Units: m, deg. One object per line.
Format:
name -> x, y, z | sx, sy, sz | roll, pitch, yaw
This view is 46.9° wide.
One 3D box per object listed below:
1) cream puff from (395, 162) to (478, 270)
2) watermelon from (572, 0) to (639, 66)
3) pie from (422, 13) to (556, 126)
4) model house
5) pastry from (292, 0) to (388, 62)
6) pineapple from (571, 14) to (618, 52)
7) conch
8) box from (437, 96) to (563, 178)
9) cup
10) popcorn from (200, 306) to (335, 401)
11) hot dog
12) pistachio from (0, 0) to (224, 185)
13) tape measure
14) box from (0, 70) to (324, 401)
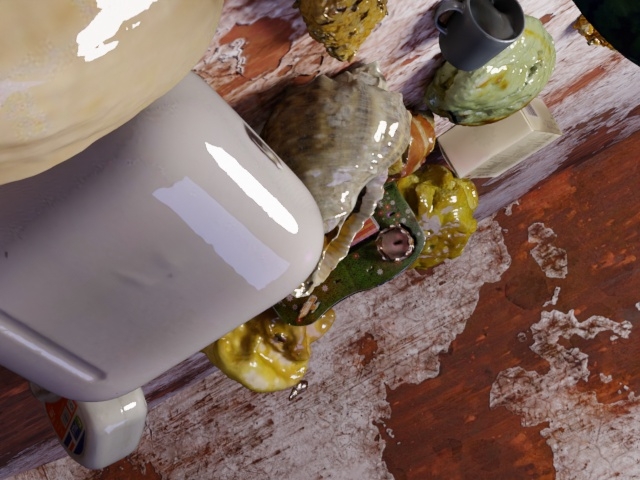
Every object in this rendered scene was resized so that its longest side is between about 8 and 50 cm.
cream puff -> 0.189, -0.048, 1.439 | 0.244, 0.244, 0.196 | -44, -163, 54
watermelon -> 0.315, -0.261, 0.460 | 0.363, 0.363, 0.363 | -27, 169, -6
pie -> 0.249, -0.227, 1.067 | 0.201, 0.090, 0.248 | -30, 165, 24
model house -> 0.001, -0.001, 1.192 | 0.294, 0.207, 0.154 | -31, 165, 12
pastry -> 0.019, -0.212, 0.670 | 0.080, 0.056, 0.140 | -43, 164, 12
pineapple -> 0.457, -0.351, 1.118 | 0.114, 0.114, 0.077 | 110, 3, -50
conch -> -0.005, -0.084, 0.876 | 0.291, 0.159, 0.210 | -57, 173, -9
box -> 0.346, -0.198, 1.414 | 0.168, 0.095, 0.212 | -36, 166, 29
cup -> 0.175, -0.249, 0.862 | 0.100, 0.078, 0.077 | 13, 157, -18
popcorn -> -0.109, 0.123, 1.413 | 0.297, 0.281, 0.316 | -29, -151, -21
hot dog -> 0.102, -0.133, 1.098 | 0.146, 0.103, 0.213 | -36, 167, 38
pistachio -> -0.159, -0.119, 0.413 | 0.229, 0.157, 0.157 | -32, 173, -34
tape measure -> -0.422, 0.276, 1.342 | 0.130, 0.265, 0.258 | -22, 160, -40
box -> -0.191, 0.006, 0.695 | 0.349, 0.141, 0.288 | -32, 131, 16
